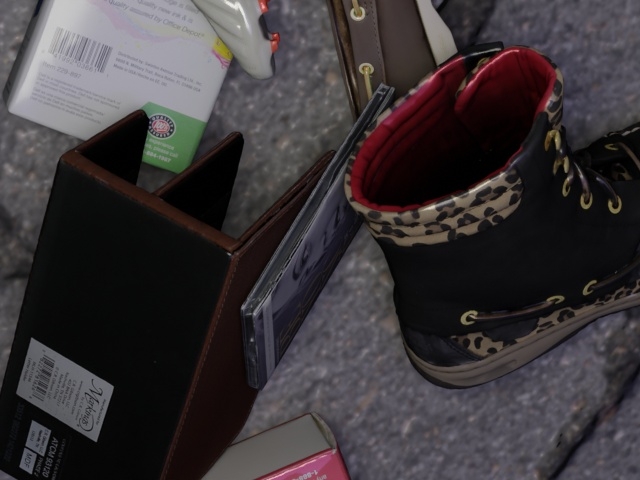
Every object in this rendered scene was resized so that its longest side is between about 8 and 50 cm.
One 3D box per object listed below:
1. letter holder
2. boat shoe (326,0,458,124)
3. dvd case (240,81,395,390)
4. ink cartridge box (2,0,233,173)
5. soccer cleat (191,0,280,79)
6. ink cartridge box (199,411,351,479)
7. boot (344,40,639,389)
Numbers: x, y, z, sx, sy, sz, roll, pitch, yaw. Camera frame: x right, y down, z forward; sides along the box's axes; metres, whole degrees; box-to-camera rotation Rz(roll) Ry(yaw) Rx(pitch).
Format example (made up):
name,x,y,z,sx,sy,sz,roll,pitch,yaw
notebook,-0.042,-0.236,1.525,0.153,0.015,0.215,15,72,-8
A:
name,x,y,z,sx,sy,sz,roll,pitch,yaw
letter holder,-0.121,0.050,1.399,0.152,0.214,0.302,28,124,13
boat shoe,0.024,-0.230,1.412,0.097,0.116,0.324,-25,117,-5
dvd case,0.000,0.000,1.399,0.018,0.164,0.221,27,68,11
ink cartridge box,-0.145,-0.181,1.405,0.154,0.093,0.212,20,98,-16
soccer cleat,-0.091,-0.208,1.336,0.076,0.068,0.196,-22,104,6
ink cartridge box,-0.040,0.322,1.515,0.207,0.117,0.283,-22,105,-7
boot,0.200,-0.054,1.416,0.377,0.138,0.284,-30,145,1
